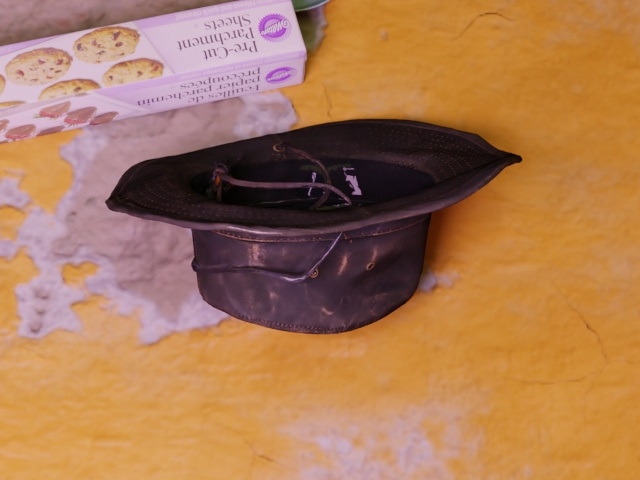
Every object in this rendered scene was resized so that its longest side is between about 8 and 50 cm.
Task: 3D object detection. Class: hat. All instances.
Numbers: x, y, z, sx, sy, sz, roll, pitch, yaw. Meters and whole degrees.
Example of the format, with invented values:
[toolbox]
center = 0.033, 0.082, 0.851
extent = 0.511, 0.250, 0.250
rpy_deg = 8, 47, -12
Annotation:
[hat]
center = 0.000, 0.000, 1.452
extent = 0.331, 0.331, 0.134
rpy_deg = -7, 104, -6

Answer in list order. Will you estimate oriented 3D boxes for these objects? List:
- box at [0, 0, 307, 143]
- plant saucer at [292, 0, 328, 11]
[box]
center = -0.176, -0.143, 1.567
extent = 0.324, 0.063, 0.067
rpy_deg = -11, 67, -8
[plant saucer]
center = -0.029, -0.250, 1.647
extent = 0.119, 0.021, 0.119
rpy_deg = 1, 66, -2
